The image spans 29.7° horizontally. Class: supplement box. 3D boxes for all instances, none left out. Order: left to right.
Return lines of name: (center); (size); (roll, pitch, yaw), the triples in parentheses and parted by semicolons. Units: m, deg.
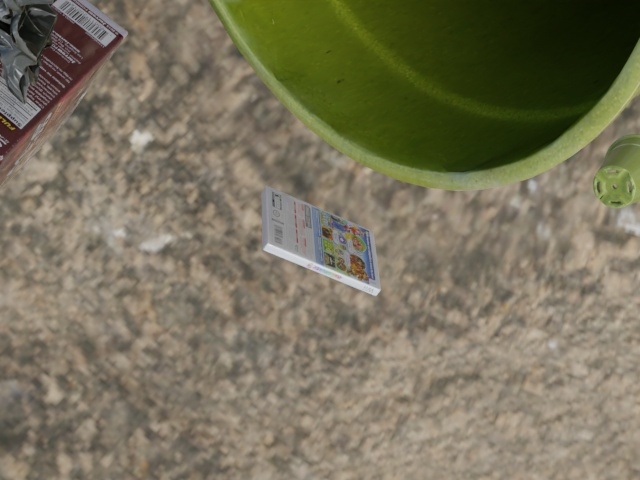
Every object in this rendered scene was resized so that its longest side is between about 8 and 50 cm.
supplement box: (-0.264, -0.108, 1.015); (0.073, 0.239, 0.130); (39, 126, -8)

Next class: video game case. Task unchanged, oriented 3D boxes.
video game case: (0.000, 0.000, 1.135); (0.122, 0.087, 0.011); (23, 125, -21)

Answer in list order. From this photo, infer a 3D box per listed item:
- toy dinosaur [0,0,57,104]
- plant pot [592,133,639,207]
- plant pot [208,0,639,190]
toy dinosaur: (-0.268, -0.209, 0.798); (0.218, 0.322, 0.164); (24, 99, -11)
plant pot: (0.352, -0.072, 1.388); (0.083, 0.079, 0.083); (15, 118, 31)
plant pot: (0.150, -0.260, 0.664); (0.366, 0.353, 0.366); (33, 137, 38)
